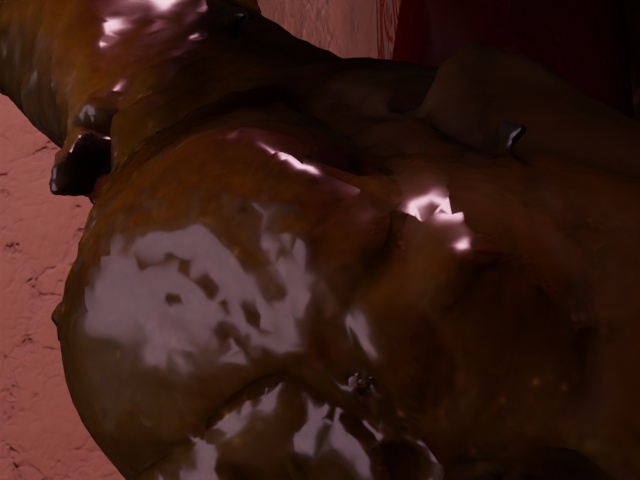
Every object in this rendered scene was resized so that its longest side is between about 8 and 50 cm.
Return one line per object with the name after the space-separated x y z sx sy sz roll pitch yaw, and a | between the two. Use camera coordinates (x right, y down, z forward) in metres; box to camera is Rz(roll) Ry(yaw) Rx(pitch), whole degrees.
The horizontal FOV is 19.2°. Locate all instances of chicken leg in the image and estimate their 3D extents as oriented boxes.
0.000 0.000 0.506 0.152 0.201 0.429 -61 36 14 | chicken leg

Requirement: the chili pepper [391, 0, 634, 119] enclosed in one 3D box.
0.070 -0.011 0.637 0.137 0.092 0.368 -2 -83 -78 | chili pepper

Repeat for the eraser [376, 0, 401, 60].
0.058 -0.071 0.848 0.230 0.038 0.157 143 124 -84 | eraser
